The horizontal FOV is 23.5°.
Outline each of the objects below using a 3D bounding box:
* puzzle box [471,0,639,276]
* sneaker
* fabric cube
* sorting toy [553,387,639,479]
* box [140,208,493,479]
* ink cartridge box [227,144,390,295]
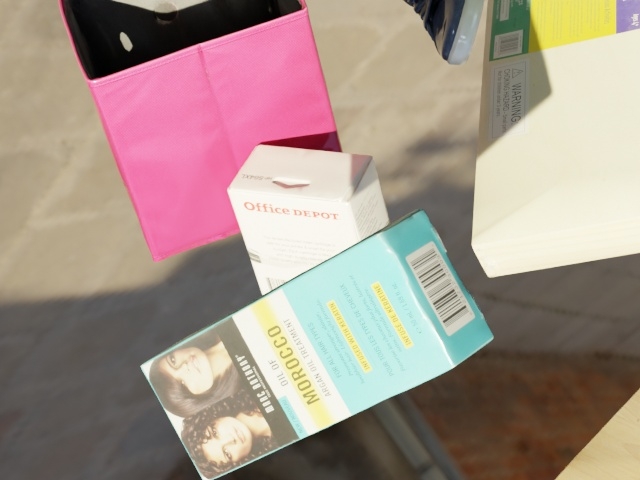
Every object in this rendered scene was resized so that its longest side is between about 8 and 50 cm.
[{"bbox_3d":[0.290,-0.155,1.471,0.272,0.409,0.052,-11,136,22],"label":"puzzle box"},{"bbox_3d":[0.121,-0.354,2.006,0.148,0.350,0.131,7,129,-12],"label":"sneaker"},{"bbox_3d":[-0.134,-0.178,1.788,0.259,0.254,0.258,-19,129,-5],"label":"fabric cube"},{"bbox_3d":[0.354,0.269,1.426,0.255,0.257,0.089,-43,132,-19],"label":"sorting toy"},{"bbox_3d":[-0.008,0.076,1.050,0.244,0.101,0.060,-30,179,37],"label":"box"},{"bbox_3d":[0.000,0.000,1.703,0.086,0.148,0.203,-59,146,-41],"label":"ink cartridge box"}]
